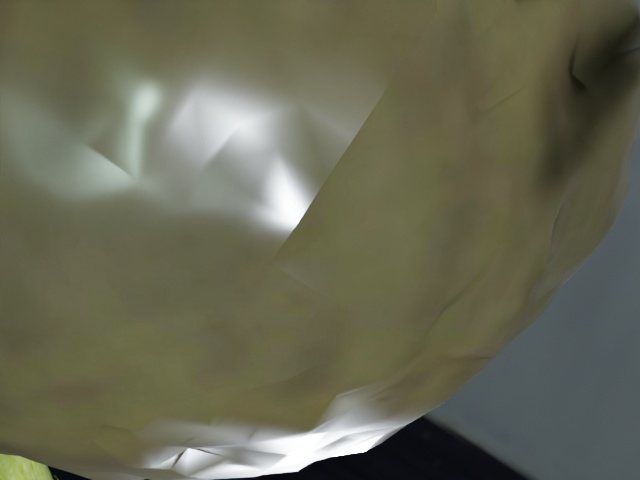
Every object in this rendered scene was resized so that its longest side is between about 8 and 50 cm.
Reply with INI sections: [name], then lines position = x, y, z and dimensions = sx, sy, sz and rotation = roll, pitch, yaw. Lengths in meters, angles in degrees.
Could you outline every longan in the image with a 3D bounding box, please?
[longan]
position = -0.081, -0.104, 0.646
dimensions = 0.404, 0.436, 0.404
rotation = -47, 170, -11

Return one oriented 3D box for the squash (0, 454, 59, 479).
[squash]
position = -0.196, 0.111, 0.812
dimensions = 0.137, 0.137, 0.287
rotation = -43, 156, -35
